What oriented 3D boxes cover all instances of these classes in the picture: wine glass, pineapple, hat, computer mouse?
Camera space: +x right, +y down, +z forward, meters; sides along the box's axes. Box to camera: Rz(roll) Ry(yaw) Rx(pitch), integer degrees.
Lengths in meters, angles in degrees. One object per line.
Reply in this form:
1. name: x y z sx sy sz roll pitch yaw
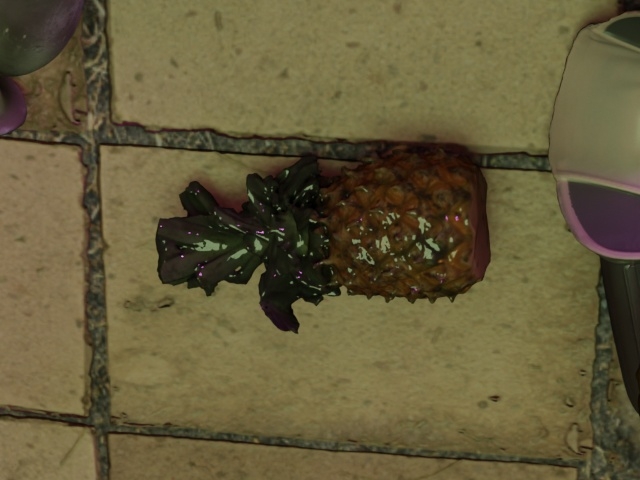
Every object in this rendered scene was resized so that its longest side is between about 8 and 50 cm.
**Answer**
1. wine glass: -0.277 -0.199 1.763 0.103 0.103 0.222 31 129 -6
2. pineapple: 0.000 0.000 1.809 0.310 0.141 0.170 -3 78 15
3. hat: 0.328 -0.089 1.716 0.275 0.161 0.232 22 109 25
4. computer mouse: 0.333 0.069 1.832 0.120 0.057 0.232 -12 114 8

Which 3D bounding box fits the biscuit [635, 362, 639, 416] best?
1. biscuit: 0.427 0.078 1.726 0.329 0.078 0.335 12 140 -46
